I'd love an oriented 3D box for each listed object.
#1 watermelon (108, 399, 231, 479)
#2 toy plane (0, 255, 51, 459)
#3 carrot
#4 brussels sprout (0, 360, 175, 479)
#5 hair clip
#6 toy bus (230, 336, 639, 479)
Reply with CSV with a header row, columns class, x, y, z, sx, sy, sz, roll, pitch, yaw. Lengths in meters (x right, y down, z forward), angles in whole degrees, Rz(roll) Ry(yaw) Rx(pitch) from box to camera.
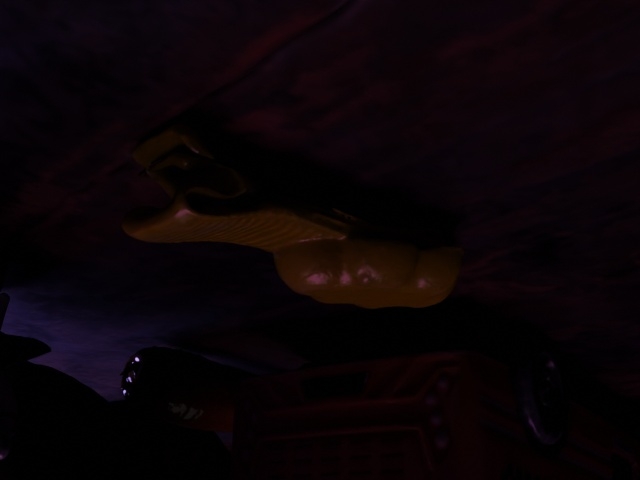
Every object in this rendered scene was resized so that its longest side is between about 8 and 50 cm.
class,x,y,z,sx,sy,sz,roll,pitch,yaw
watermelon,-0.179,0.255,0.790,0.212,0.212,0.212,4,156,2
toy plane,-0.193,0.041,0.410,0.212,0.088,0.267,23,169,-38
carrot,-0.050,0.133,0.679,0.248,0.059,0.059,19,153,-36
brussels sprout,-0.210,0.232,0.533,0.281,0.289,0.355,-17,-153,-38
hair clip,0.000,0.000,0.372,0.173,0.046,0.072,22,155,-39
toy bus,0.132,0.225,0.630,0.203,0.232,0.427,-14,150,35
